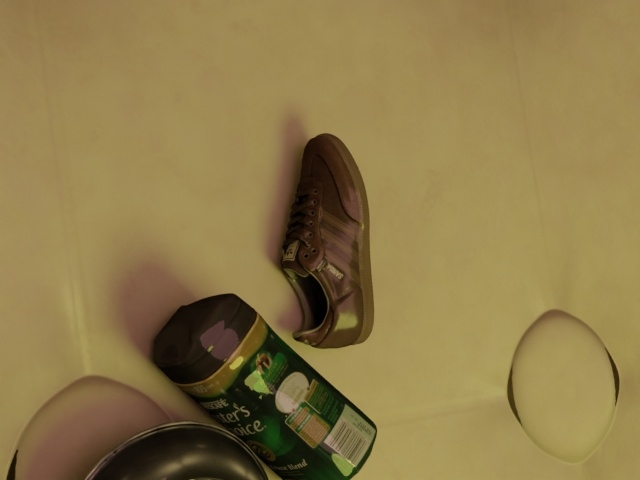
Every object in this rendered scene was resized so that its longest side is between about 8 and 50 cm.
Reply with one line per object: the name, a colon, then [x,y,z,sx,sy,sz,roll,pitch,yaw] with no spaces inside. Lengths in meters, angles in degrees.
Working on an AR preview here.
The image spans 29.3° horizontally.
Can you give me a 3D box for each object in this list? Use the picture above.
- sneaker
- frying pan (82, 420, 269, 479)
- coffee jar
sneaker: [0.000,0.000,1.060,0.071,0.066,0.188,-6,84,-32]
frying pan: [-0.162,0.243,0.899,0.326,0.053,0.197,-6,100,-37]
coffee jar: [-0.047,0.122,0.990,0.184,0.096,0.079,45,64,-17]
